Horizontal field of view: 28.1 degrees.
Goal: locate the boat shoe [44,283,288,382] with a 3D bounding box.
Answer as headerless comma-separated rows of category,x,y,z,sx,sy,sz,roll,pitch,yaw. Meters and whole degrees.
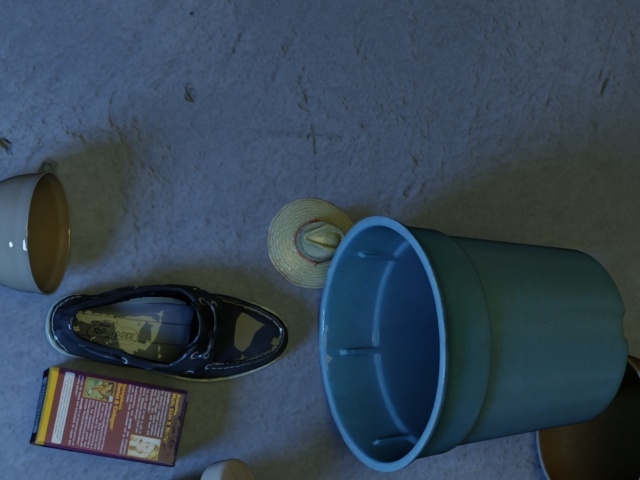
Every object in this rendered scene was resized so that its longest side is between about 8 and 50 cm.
boat shoe,-0.195,0.120,1.736,0.340,0.113,0.127,11,78,-17

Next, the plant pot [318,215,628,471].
plant pot,0.220,0.138,1.782,0.334,0.341,0.341,1,81,-28

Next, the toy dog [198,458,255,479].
toy dog,-0.126,0.451,1.688,0.161,0.220,0.334,12,85,-49

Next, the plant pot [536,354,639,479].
plant pot,0.494,0.287,1.905,0.254,0.237,0.237,9,78,-32

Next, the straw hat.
straw hat,0.000,0.000,1.850,0.144,0.061,0.145,3,81,-19

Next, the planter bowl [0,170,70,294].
planter bowl,-0.405,-0.011,1.675,0.109,0.162,0.162,2,80,8

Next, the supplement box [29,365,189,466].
supplement box,-0.281,0.236,1.705,0.188,0.081,0.104,13,77,-16
